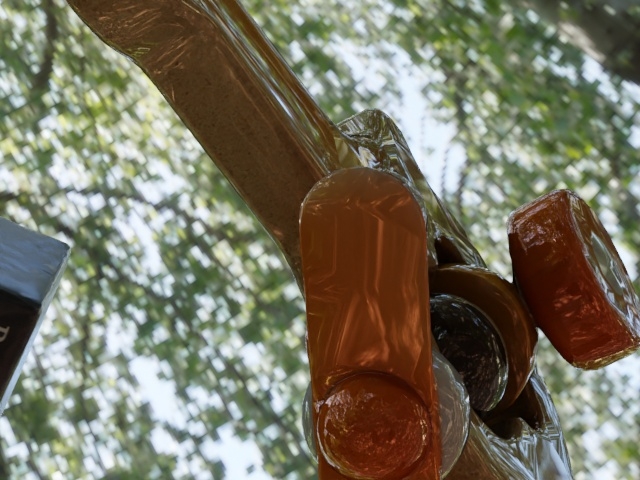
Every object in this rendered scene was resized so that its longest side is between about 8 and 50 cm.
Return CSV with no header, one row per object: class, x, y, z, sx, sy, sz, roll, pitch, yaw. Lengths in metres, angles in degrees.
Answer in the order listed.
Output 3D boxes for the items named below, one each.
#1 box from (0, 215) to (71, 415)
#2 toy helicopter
box,-0.336,0.087,0.914,0.294,0.183,0.296,24,-81,-9
toy helicopter,0.000,0.000,0.645,0.140,0.235,0.355,-27,-62,21
